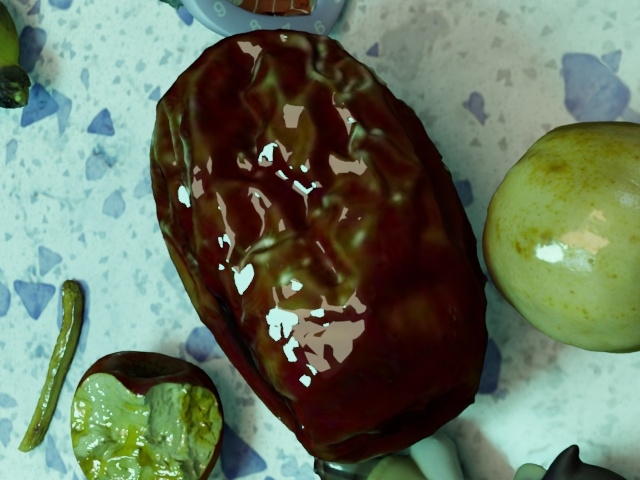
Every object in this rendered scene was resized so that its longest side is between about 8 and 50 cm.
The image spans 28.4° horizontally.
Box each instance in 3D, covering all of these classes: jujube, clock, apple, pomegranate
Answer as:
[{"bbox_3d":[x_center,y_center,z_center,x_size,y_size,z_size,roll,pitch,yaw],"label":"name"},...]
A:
[{"bbox_3d":[0.000,0.000,1.121,0.276,0.276,0.377,-31,65,25],"label":"jujube"},{"bbox_3d":[-0.047,-0.269,1.237,0.198,0.172,0.064,-39,29,-16],"label":"clock"},{"bbox_3d":[-0.177,0.198,1.293,0.156,0.147,0.158,4,101,-3],"label":"apple"},{"bbox_3d":[0.233,0.000,1.038,0.207,0.207,0.207,-1,88,29],"label":"pomegranate"}]

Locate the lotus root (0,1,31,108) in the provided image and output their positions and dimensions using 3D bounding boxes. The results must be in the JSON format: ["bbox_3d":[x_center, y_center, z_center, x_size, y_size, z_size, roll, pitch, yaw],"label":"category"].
[{"bbox_3d":[-0.446,-0.236,1.455,0.314,0.141,0.169,36,108,15],"label":"lotus root"}]

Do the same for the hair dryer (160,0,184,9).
[{"bbox_3d":[-0.202,-0.353,1.361,0.352,0.107,0.189,18,99,36],"label":"hair dryer"}]

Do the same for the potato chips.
[{"bbox_3d":[-0.301,0.145,1.427,0.037,0.026,0.204,21,99,31],"label":"potato chips"}]

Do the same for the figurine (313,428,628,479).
[{"bbox_3d":[0.154,0.282,1.114,0.365,0.206,0.218,11,69,52],"label":"figurine"}]
